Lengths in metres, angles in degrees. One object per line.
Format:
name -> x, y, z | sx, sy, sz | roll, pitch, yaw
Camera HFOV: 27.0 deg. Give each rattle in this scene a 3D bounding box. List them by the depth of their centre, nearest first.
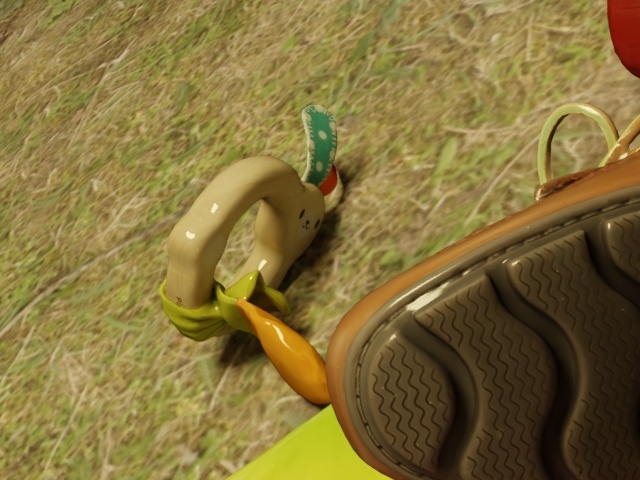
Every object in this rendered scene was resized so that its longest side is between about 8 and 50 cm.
rattle -> 0.000, 0.000, 0.875 | 0.143, 0.130, 0.200 | 12, 31, 36

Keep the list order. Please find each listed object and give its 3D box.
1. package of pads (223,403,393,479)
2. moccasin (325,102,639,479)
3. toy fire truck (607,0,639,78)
package of pads -> 0.014, 0.190, 0.612 | 0.296, 0.101, 0.229 | -36, 35, 3
moccasin -> 0.173, 0.000, 0.583 | 0.380, 0.139, 0.147 | -27, 17, -17
toy fire truck -> 0.256, -0.235, 0.740 | 0.169, 0.254, 0.302 | 13, 59, 49
